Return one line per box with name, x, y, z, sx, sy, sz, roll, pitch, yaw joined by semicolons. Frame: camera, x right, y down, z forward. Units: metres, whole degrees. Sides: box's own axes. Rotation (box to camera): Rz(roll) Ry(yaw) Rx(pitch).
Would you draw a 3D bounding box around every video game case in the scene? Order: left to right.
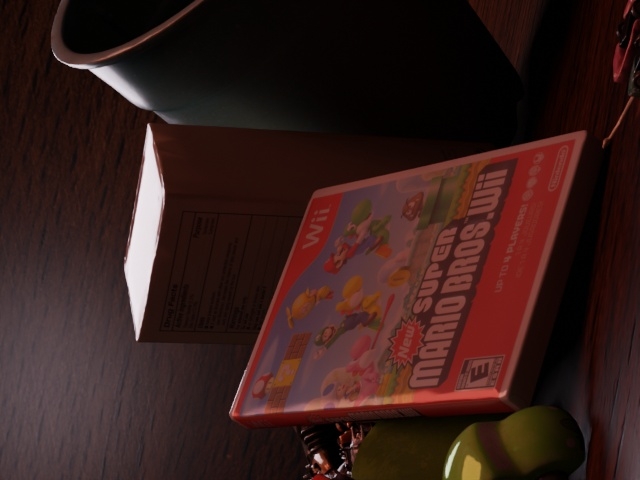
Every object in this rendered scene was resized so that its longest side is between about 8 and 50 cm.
video game case;0.062;0.034;1.207;0.285;0.025;0.204;-11;51;49

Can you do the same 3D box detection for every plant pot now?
plant pot;-0.006;-0.180;1.567;0.341;0.334;0.341;-33;31;23

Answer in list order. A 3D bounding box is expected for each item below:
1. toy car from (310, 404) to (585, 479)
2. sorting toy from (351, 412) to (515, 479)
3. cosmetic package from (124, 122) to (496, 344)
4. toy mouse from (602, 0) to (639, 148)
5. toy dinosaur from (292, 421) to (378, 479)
toy car;0.064;0.175;1.032;0.225;0.053;0.239;-46;33;20
sorting toy;0.101;0.169;1.198;0.126;0.127;0.365;63;-154;-44
cosmetic package;0.000;0.000;1.449;0.113;0.309;0.160;-107;26;-50
toy mouse;0.196;-0.119;0.990;0.161;0.031;0.143;-105;29;-86
toy dinosaur;0.045;0.184;1.385;0.218;0.164;0.322;-104;28;-72
